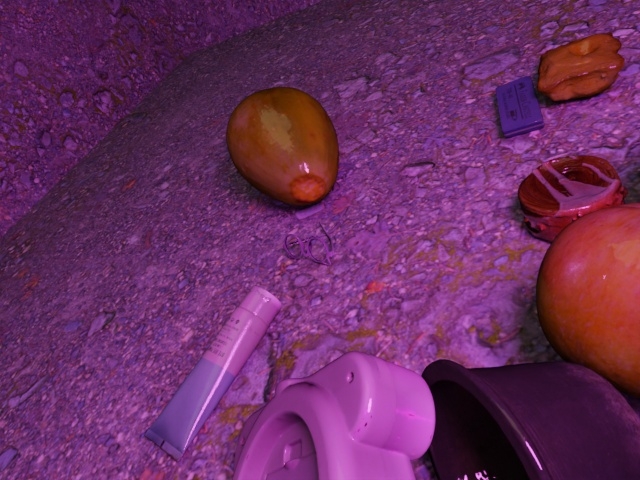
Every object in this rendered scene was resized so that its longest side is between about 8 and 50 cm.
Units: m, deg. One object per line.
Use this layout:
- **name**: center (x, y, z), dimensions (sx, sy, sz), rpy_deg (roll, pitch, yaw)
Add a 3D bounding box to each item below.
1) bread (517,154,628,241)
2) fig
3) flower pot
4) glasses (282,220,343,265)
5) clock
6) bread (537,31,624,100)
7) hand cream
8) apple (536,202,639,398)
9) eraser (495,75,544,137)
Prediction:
- **bread**: center (0.397, -0.065, 0.845), dimensions (0.160, 0.073, 0.161), rpy_deg (-18, 34, 12)
- **fig**: center (-0.075, -0.205, 1.243), dimensions (0.258, 0.258, 0.326), rpy_deg (-30, 52, -1)
- **flower pot**: center (0.216, 0.209, 0.522), dimensions (0.148, 0.236, 0.235), rpy_deg (-17, 31, -15)
- **glasses**: center (0.000, 0.000, 1.104), dimensions (0.139, 0.063, 0.103), rpy_deg (6, 25, 41)
- **clock**: center (-0.007, 0.302, 0.537), dimensions (0.295, 0.113, 0.322), rpy_deg (-43, 32, 41)
- **bread**: center (0.545, -0.364, 1.119), dimensions (0.160, 0.088, 0.233), rpy_deg (-3, 39, 27)
- **hand cream**: center (-0.176, 0.224, 0.926), dimensions (0.111, 0.070, 0.312), rpy_deg (12, 60, 44)
- **apple**: center (0.367, 0.062, 0.566), dimensions (0.260, 0.194, 0.261), rpy_deg (12, 17, -4)
- **eraser**: center (0.430, -0.291, 1.151), dimensions (0.081, 0.036, 0.225), rpy_deg (-15, 37, 25)
